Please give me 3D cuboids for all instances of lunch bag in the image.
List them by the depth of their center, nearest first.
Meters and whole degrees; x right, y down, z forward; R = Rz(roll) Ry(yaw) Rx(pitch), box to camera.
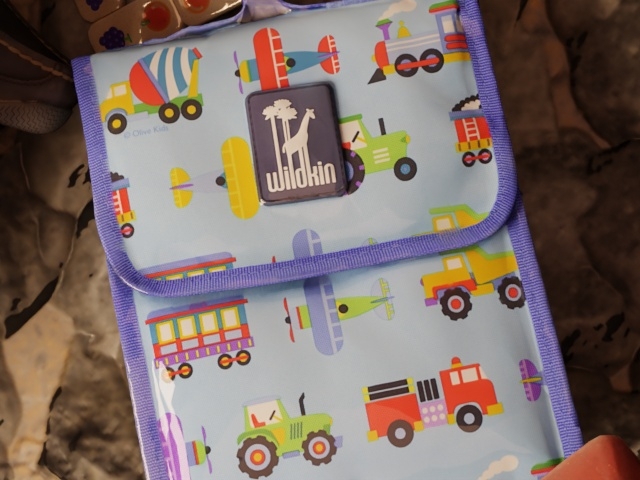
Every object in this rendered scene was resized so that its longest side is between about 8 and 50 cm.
[{"bbox_3d":[0.000,0.000,0.792,0.221,0.138,0.293,-12,89,1],"label":"lunch bag"}]

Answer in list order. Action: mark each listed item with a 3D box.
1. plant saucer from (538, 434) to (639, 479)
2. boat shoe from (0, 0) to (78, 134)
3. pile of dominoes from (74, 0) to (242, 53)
[{"bbox_3d":[0.119,0.259,0.774,0.258,0.048,0.259,-39,126,5],"label":"plant saucer"},{"bbox_3d":[-0.258,-0.202,0.791,0.355,0.132,0.130,41,95,-1],"label":"boat shoe"},{"bbox_3d":[-0.062,-0.230,0.788,0.251,0.040,0.196,-24,92,21],"label":"pile of dominoes"}]
